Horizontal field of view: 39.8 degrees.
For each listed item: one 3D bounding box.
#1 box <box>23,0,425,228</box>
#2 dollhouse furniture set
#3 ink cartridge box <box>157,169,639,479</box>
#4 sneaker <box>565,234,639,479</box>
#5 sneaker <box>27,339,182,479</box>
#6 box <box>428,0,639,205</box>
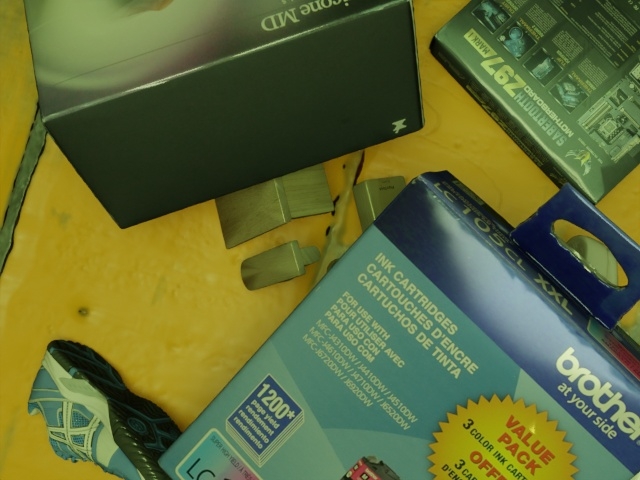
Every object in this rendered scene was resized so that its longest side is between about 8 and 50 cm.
[{"bbox_3d":[-0.094,-0.212,0.785,0.296,0.183,0.294,-19,62,0],"label":"box"},{"bbox_3d":[0.000,0.000,0.889,0.151,0.123,0.144,-10,84,-34],"label":"dollhouse furniture set"},{"bbox_3d":[0.098,0.128,0.726,0.270,0.151,0.395,44,105,9],"label":"ink cartridge box"},{"bbox_3d":[0.284,0.151,0.838,0.169,0.108,0.293,10,88,-6],"label":"sneaker"},{"bbox_3d":[-0.202,0.184,0.843,0.211,0.080,0.081,38,100,31],"label":"sneaker"},{"bbox_3d":[0.252,-0.176,0.879,0.183,0.059,0.233,-43,86,-2],"label":"box"}]
